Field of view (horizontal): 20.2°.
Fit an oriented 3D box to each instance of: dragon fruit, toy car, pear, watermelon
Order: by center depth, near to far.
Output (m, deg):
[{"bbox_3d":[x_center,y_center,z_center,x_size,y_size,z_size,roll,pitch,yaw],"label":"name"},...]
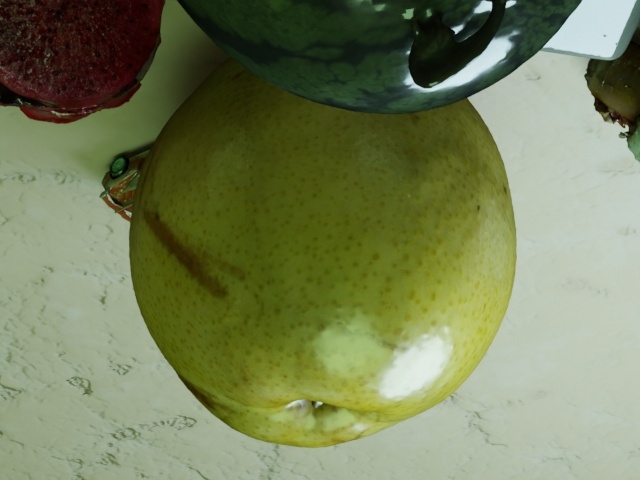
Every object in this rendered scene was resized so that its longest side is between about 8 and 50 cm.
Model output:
[{"bbox_3d":[0.026,-0.220,1.029,0.279,0.359,0.279,-16,133,-17],"label":"watermelon"},{"bbox_3d":[-0.198,-0.142,1.331,0.153,0.153,0.111,9,159,-10],"label":"dragon fruit"},{"bbox_3d":[0.000,0.000,1.367,0.314,0.314,0.314,1,142,0],"label":"pear"},{"bbox_3d":[-0.124,-0.057,1.507,0.122,0.035,0.059,-23,135,27],"label":"toy car"}]

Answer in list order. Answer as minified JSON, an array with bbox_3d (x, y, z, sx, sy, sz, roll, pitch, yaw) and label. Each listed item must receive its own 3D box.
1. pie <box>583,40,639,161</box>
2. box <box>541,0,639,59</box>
[{"bbox_3d":[0.335,-0.050,1.337,0.257,0.274,0.105,43,86,-19],"label":"pie"},{"bbox_3d":[0.201,-0.229,1.262,0.103,0.055,0.244,8,142,-8],"label":"box"}]
